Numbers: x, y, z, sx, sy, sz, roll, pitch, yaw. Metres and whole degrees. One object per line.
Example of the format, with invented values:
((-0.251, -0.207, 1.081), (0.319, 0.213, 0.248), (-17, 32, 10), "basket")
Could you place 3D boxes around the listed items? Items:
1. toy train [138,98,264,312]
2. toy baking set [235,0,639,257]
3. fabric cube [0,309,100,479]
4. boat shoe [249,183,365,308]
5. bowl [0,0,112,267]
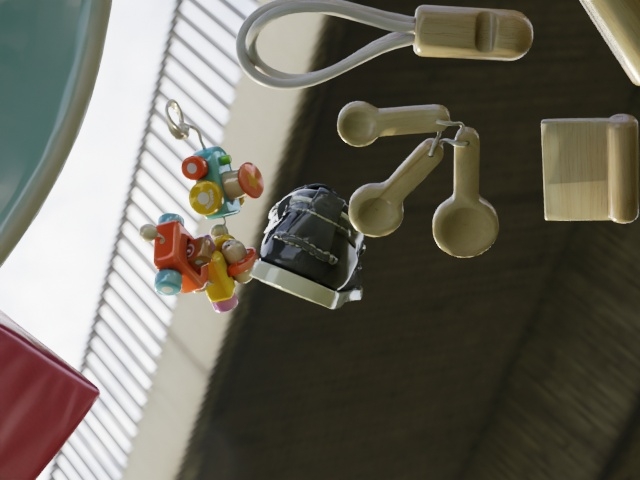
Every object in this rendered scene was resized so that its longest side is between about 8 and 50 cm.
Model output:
((-0.077, -0.020, 1.068), (0.046, 0.166, 0.125), (-13, -39, 18), "toy train")
((0.070, -0.091, 0.758), (0.196, 0.030, 0.256), (-27, -65, 17), "toy baking set")
((-0.418, 0.147, 1.435), (0.259, 0.254, 0.258), (-53, -22, -7), "fabric cube")
((0.000, 0.000, 1.092), (0.233, 0.084, 0.079), (-18, -54, -88), "boat shoe")
((-0.231, -0.090, 0.429), (0.311, 0.163, 0.312), (2, -94, -32), "bowl")
